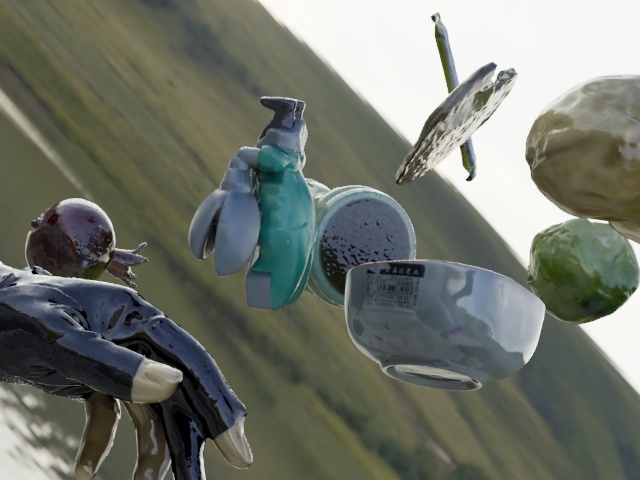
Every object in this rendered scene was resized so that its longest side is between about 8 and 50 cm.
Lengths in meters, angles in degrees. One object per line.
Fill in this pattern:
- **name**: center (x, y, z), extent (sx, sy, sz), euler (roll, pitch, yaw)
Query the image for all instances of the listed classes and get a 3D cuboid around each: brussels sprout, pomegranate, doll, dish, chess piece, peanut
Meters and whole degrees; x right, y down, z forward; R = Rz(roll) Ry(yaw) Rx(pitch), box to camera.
- **brussels sprout**: center (0.369, 0.052, 1.881), extent (0.149, 0.151, 0.122), euler (14, 40, -18)
- **pomegranate**: center (-0.315, 0.014, 1.782), extent (0.159, 0.129, 0.129), euler (21, -7, 4)
- **doll**: center (-0.073, -0.043, 1.684), extent (0.153, 0.258, 0.195), euler (6, -21, 20)
- **dish**: center (0.148, 0.116, 1.666), extent (0.256, 0.117, 0.256), euler (9, -17, 3)
- **chess piece**: center (0.000, 0.000, 1.929), extent (0.176, 0.176, 0.298), euler (50, -14, -21)
- **peanut**: center (0.271, -0.058, 1.072), extent (0.147, 0.147, 0.305), euler (46, 16, 27)

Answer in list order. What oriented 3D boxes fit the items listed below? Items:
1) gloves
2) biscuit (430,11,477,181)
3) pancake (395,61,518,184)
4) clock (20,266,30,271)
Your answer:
- **gloves**: center (-0.192, 0.121, 1.190), extent (0.301, 0.152, 0.197), euler (41, -20, 10)
- **biscuit**: center (0.229, -0.244, 2.265), extent (0.048, 0.026, 0.292), euler (-54, 132, -69)
- **pancake**: center (0.178, -0.151, 1.750), extent (0.029, 0.212, 0.235), euler (45, 11, 12)
- **clock**: center (-0.509, 0.119, 2.322), extent (0.101, 0.135, 0.041), euler (35, 5, -37)
